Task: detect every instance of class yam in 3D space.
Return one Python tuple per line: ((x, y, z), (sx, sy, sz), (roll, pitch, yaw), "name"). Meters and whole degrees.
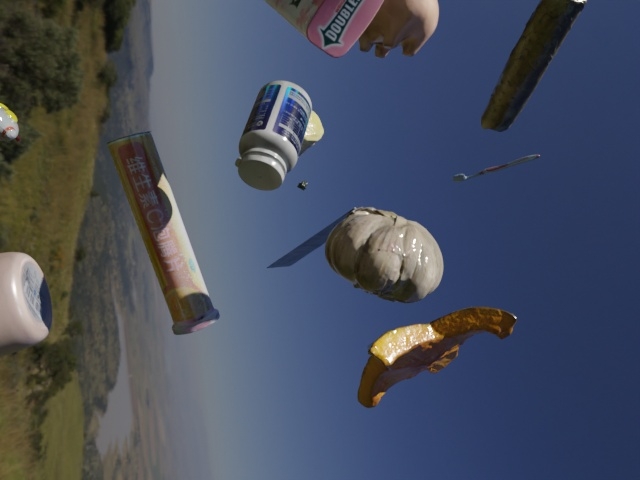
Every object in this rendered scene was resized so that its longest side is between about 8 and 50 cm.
((0.354, -0.297, 0.883), (0.317, 0.071, 0.067), (98, -3, -63), "yam")

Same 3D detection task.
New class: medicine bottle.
((-0.084, -0.187, 0.921), (0.107, 0.106, 0.192), (113, -8, -58), "medicine bottle")
((-0.337, -0.013, 1.095), (0.108, 0.108, 0.427), (-160, -129, -71), "medicine bottle")

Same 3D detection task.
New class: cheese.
((-0.084, -0.247, 1.237), (0.167, 0.123, 0.094), (-30, -119, 50), "cheese")

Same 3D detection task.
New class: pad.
((0.000, 0.000, 1.273), (0.009, 0.265, 0.159), (59, 16, 10), "pad")

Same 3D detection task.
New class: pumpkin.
((0.216, 0.229, 1.047), (0.258, 0.290, 0.095), (93, -21, -56), "pumpkin")

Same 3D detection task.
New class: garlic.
((0.116, 0.023, 0.942), (0.152, 0.227, 0.228), (-66, -159, 3), "garlic")

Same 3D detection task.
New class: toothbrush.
((0.388, -0.161, 1.143), (0.019, 0.193, 0.013), (49, 41, -37), "toothbrush")

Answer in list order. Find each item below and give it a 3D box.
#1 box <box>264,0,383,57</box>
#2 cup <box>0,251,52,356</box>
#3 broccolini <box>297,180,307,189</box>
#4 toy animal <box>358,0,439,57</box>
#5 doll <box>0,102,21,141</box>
((-0.018, -0.519, 1.015), (0.190, 0.112, 0.370), (-50, -137, 19), "box")
((-0.612, 0.091, 0.900), (0.191, 0.200, 0.253), (-140, -143, -72), "cup")
((-0.061, -0.201, 1.813), (0.035, 0.030, 0.140), (-63, -175, 10), "broccolini")
((0.171, -0.619, 1.329), (0.326, 0.237, 0.270), (28, -76, 46), "toy animal")
((-0.747, -0.287, 1.131), (0.142, 0.076, 0.245), (38, -8, 20), "doll")
